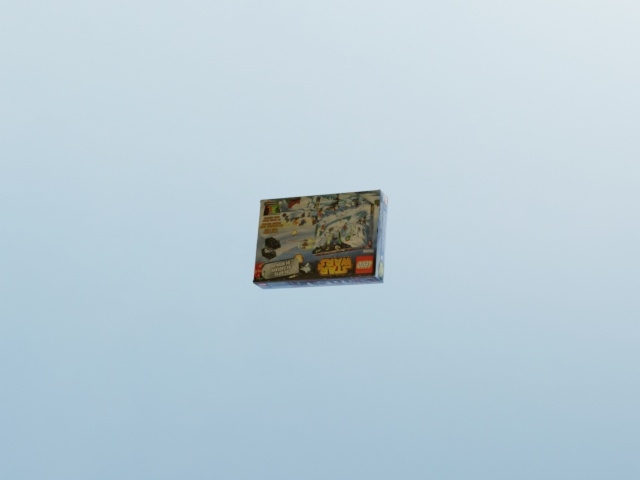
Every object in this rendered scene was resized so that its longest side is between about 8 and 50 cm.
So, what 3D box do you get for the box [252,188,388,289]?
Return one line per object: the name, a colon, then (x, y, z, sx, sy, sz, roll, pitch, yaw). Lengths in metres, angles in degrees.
box: (0.000, 0.000, 1.130, 0.137, 0.027, 0.093, -3, -110, 23)
